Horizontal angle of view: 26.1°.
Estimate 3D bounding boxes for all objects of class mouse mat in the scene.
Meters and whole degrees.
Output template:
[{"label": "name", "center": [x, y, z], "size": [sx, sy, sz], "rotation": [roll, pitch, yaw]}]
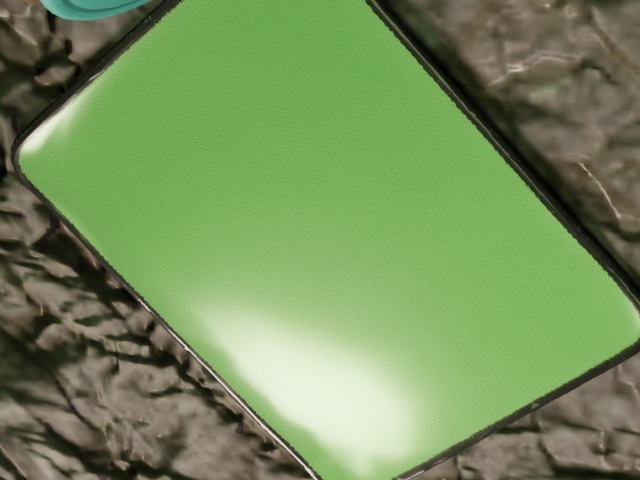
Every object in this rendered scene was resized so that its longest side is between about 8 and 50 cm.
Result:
[{"label": "mouse mat", "center": [0.000, 0.000, 0.469], "size": [0.152, 0.007, 0.190], "rotation": [-35, 106, 32]}]

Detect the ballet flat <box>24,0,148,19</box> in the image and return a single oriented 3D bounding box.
[{"label": "ballet flat", "center": [0.028, -0.192, 0.278], "size": [0.123, 0.123, 0.348], "rotation": [45, 118, -11]}]
